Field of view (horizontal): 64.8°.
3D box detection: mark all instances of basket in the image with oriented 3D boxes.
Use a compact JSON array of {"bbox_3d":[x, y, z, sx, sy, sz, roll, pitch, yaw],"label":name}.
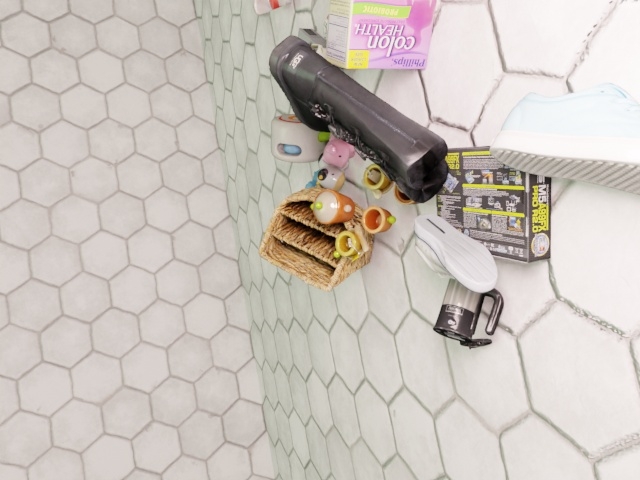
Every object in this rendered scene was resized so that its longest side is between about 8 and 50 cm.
[{"bbox_3d":[-0.013,-0.022,1.517,0.299,0.223,0.213,27,129,31],"label":"basket"}]

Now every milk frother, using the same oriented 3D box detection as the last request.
[{"bbox_3d":[0.324,0.158,1.097,0.143,0.129,0.134,66,-136,-67],"label":"milk frother"}]

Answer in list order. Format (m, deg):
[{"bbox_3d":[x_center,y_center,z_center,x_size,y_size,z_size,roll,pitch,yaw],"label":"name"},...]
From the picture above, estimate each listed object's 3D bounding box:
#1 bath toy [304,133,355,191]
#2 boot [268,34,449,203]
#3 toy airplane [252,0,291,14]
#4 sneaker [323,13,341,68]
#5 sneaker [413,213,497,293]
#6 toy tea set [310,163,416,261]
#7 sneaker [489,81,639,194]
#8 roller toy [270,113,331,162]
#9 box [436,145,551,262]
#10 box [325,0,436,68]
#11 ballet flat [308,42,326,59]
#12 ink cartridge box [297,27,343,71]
[{"bbox_3d":[0.045,-0.268,1.550,0.348,0.129,0.151,115,141,-51],"label":"bath toy"},{"bbox_3d":[0.115,-0.251,1.169,0.445,0.367,0.146,40,98,25],"label":"boot"},{"bbox_3d":[-0.230,-0.996,1.765,0.386,0.273,0.384,126,131,-58],"label":"toy airplane"},{"bbox_3d":[0.078,-0.629,1.402,0.270,0.090,0.144,114,139,-56],"label":"sneaker"},{"bbox_3d":[0.275,0.038,1.038,0.258,0.094,0.091,-119,18,-55],"label":"sneaker"},{"bbox_3d":[0.110,-0.097,1.300,0.336,0.124,0.199,-40,62,32],"label":"toy tea set"},{"bbox_3d":[0.422,-0.160,0.719,0.366,0.135,0.150,25,91,46],"label":"sneaker"},{"bbox_3d":[-0.075,-0.345,1.721,0.209,0.191,0.146,-136,42,-55],"label":"roller toy"},{"bbox_3d":[0.338,-0.083,1.018,0.270,0.060,0.216,-164,68,-65],"label":"box"},{"bbox_3d":[0.139,-0.520,1.137,0.117,0.214,0.242,-131,40,-52],"label":"box"},{"bbox_3d":[-0.009,-0.549,1.522,0.221,0.077,0.079,54,128,48],"label":"ballet flat"},{"bbox_3d":[-0.016,-0.547,1.690,0.275,0.060,0.238,-122,34,-44],"label":"ink cartridge box"}]
